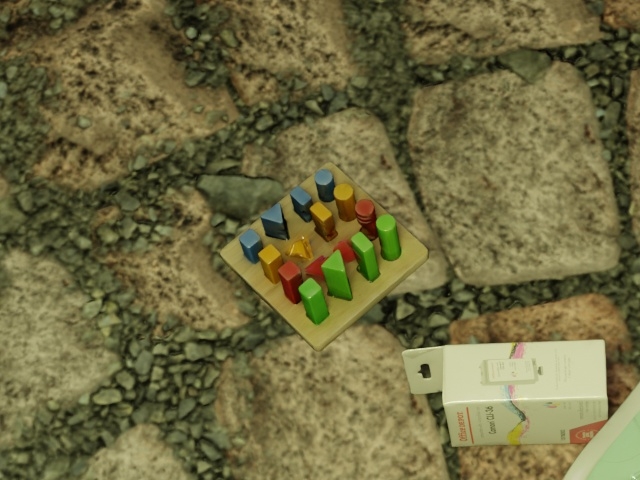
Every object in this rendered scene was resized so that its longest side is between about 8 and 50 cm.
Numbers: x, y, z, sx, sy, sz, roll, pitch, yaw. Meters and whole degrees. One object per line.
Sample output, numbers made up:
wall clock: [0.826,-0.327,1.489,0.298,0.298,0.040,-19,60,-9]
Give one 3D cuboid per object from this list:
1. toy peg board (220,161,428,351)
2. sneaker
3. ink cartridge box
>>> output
toy peg board: [0.000,0.000,2.092,0.161,0.079,0.160,-40,64,-14]
sneaker: [0.321,0.243,1.906,0.151,0.094,0.256,34,72,20]
ink cartridge box: [0.182,0.152,1.962,0.198,0.115,0.067,-2,61,8]
